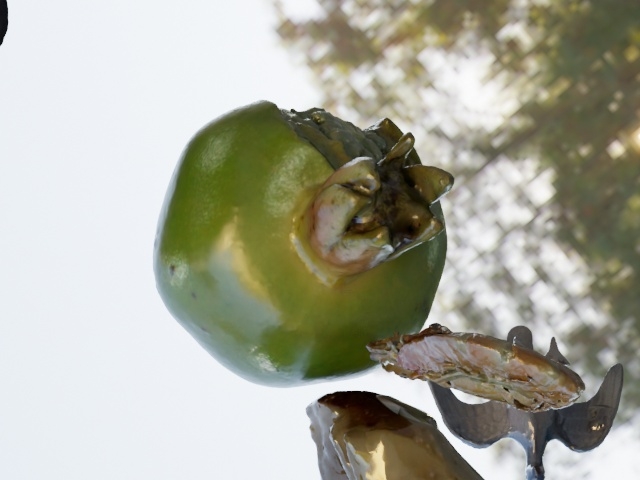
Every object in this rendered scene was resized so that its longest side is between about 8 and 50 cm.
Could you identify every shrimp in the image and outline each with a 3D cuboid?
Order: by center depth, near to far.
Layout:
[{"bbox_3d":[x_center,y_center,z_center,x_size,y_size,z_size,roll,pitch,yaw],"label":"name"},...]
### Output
[{"bbox_3d":[0.093,0.074,1.150,0.091,0.184,0.043,29,-104,-31],"label":"shrimp"}]

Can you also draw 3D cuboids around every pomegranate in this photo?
[{"bbox_3d":[0.000,0.000,1.367,0.236,0.302,0.236,1,-93,-21],"label":"pomegranate"}]

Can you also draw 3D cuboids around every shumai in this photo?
[{"bbox_3d":[0.111,0.250,1.377,0.217,0.346,0.283,-3,-110,-14],"label":"shumai"}]

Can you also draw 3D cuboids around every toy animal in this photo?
[{"bbox_3d":[0.242,0.202,2.150,0.239,0.176,0.255,5,-156,1],"label":"toy animal"}]

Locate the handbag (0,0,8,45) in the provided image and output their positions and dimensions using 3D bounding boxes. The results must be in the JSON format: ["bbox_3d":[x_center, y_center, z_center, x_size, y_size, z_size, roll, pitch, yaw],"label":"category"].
[{"bbox_3d":[-0.357,-0.174,1.167,0.326,0.118,0.269,-48,-46,-41],"label":"handbag"}]
